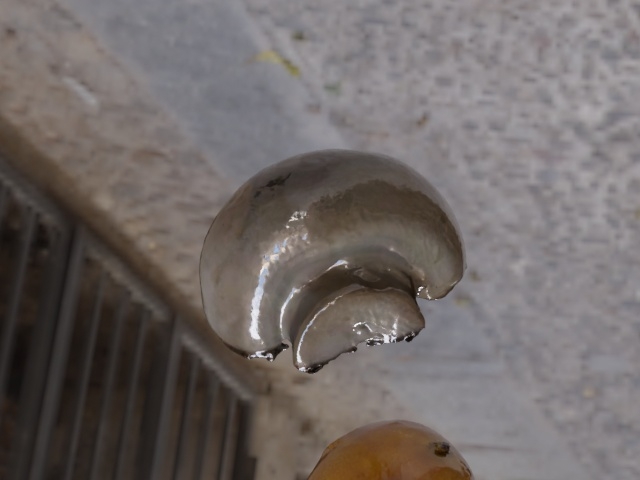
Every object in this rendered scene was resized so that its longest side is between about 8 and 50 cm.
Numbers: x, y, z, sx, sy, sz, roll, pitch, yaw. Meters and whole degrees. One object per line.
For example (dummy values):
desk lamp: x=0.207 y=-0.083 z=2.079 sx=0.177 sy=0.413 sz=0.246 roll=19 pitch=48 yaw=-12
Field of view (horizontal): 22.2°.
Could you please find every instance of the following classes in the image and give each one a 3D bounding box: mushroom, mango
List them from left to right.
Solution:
mushroom: x=0.000 y=0.000 z=1.124 sx=0.188 sy=0.141 sz=0.117 roll=-21 pitch=122 yaw=-1
mango: x=0.058 y=0.281 z=1.708 sx=0.136 sy=0.166 sz=0.236 roll=17 pitch=135 yaw=-42
